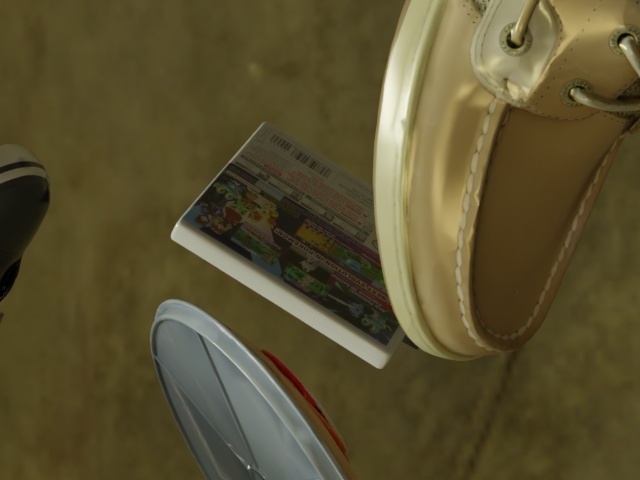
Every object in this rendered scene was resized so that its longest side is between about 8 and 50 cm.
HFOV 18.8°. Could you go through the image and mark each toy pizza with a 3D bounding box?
[{"bbox_3d":[-0.013,0.110,0.909,0.201,0.032,0.201,48,159,26],"label":"toy pizza"}]

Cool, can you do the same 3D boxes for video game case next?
[{"bbox_3d":[0.000,0.000,1.596,0.201,0.183,0.023,32,128,3],"label":"video game case"}]

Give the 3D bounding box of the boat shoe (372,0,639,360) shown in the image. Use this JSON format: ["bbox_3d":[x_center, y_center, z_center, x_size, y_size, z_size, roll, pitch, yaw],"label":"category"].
[{"bbox_3d":[0.103,-0.090,0.746,0.098,0.109,0.302,21,101,37],"label":"boat shoe"}]

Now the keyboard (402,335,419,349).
[{"bbox_3d":[0.148,-0.004,2.022,0.033,0.201,0.317,42,135,26],"label":"keyboard"}]

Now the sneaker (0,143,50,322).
[{"bbox_3d":[-0.281,0.082,1.319,0.321,0.126,0.127,-45,72,9],"label":"sneaker"}]
